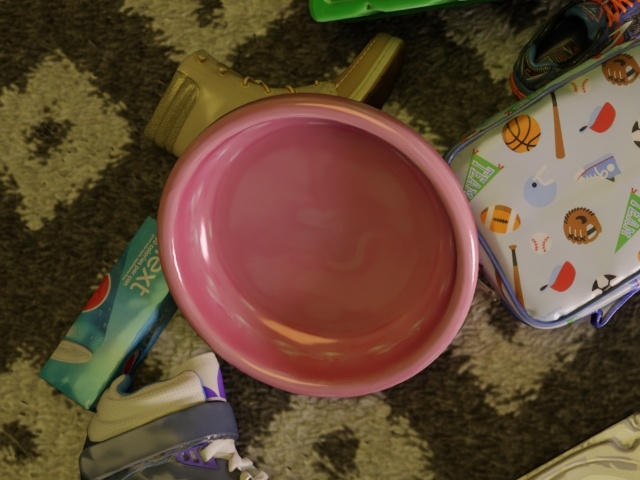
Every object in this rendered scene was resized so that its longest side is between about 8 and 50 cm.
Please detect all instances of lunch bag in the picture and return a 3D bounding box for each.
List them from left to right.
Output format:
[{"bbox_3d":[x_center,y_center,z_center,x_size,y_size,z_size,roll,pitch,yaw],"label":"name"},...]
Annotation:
[{"bbox_3d":[0.281,-0.049,1.499,0.303,0.115,0.243,-31,90,0],"label":"lunch bag"}]

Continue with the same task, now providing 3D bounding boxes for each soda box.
[{"bbox_3d":[-0.211,0.083,1.564,0.071,0.067,0.210,32,82,13],"label":"soda box"}]

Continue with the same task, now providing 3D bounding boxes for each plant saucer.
[{"bbox_3d":[0.000,0.000,1.479,0.332,0.084,0.332,5,115,11],"label":"plant saucer"}]

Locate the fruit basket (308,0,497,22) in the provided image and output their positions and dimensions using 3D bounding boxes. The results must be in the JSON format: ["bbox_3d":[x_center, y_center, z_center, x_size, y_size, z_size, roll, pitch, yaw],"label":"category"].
[{"bbox_3d":[0.156,-0.398,1.554,0.392,0.392,0.283,-12,110,5],"label":"fruit basket"}]

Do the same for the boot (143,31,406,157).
[{"bbox_3d":[-0.050,-0.162,1.587,0.203,0.095,0.262,38,90,15],"label":"boot"}]

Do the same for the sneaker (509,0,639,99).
[{"bbox_3d":[0.298,-0.235,1.560,0.083,0.087,0.221,43,86,14],"label":"sneaker"}]

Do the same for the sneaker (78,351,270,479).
[{"bbox_3d":[-0.090,0.233,1.481,0.322,0.130,0.236,3,79,11],"label":"sneaker"}]

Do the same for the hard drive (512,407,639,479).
[{"bbox_3d":[0.315,0.366,1.433,0.237,0.064,0.339,-29,76,1],"label":"hard drive"}]
